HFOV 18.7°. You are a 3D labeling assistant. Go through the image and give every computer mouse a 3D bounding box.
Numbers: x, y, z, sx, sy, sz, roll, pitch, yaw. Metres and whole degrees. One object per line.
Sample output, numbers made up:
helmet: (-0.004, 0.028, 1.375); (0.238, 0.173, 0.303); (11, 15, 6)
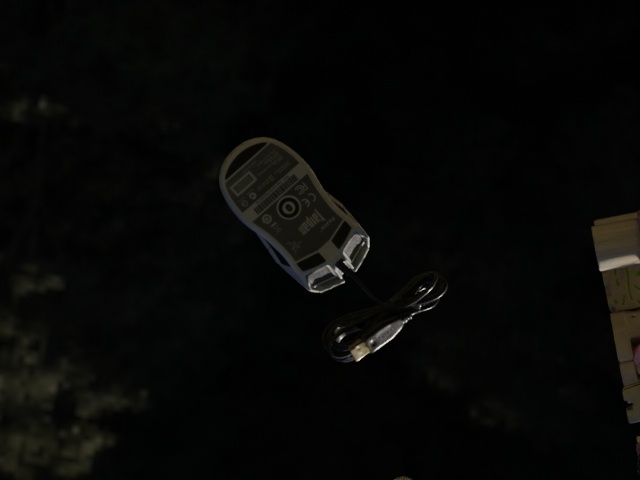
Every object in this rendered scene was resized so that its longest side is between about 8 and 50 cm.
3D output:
computer mouse: (0.000, 0.000, 1.501); (0.193, 0.106, 0.042); (49, 176, 9)

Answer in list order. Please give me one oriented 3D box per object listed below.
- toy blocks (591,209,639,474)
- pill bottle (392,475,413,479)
toy blocks: (0.399, 0.084, 1.767); (0.260, 0.288, 0.309); (-11, 178, 9)
pill bottle: (0.103, 0.263, 1.612); (0.137, 0.078, 0.078); (35, 163, -13)
